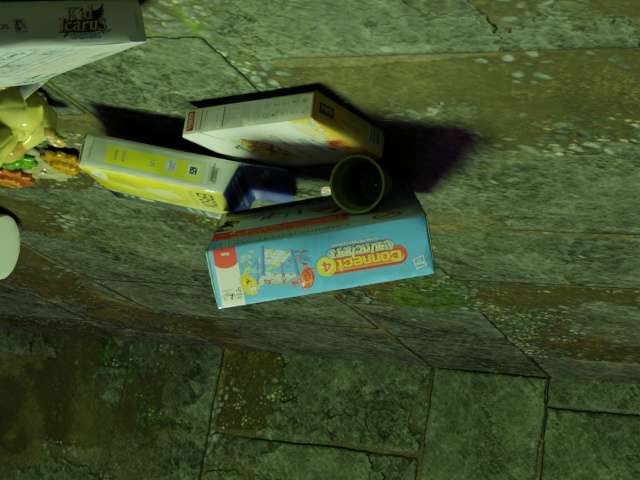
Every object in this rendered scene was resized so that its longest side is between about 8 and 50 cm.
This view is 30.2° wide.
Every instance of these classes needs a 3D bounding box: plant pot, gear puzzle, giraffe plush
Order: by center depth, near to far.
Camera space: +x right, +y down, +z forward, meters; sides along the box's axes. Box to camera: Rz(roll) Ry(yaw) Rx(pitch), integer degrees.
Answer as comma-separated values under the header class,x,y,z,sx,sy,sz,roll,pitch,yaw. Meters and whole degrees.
class,x,y,z,sx,sy,sz,roll,pitch,yaw
plant pot,0.067,-0.080,1.705,0.083,0.083,0.079,2,-178,24
giraffe plush,-0.462,-0.176,1.734,0.210,0.181,0.170,-25,175,-3
gear puzzle,-0.540,-0.124,2.105,0.339,0.044,0.175,0,162,30

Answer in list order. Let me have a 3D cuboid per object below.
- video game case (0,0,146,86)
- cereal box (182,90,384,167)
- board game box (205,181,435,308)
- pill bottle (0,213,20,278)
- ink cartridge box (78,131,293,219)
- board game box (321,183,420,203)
class,x,y,z,sx,sy,sz,roll,pitch,yaw
video game case,-0.388,-0.232,1.430,0.244,0.061,0.270,-15,-175,-44
cereal box,-0.053,-0.152,1.702,0.240,0.047,0.173,-4,163,38
board game box,0.000,0.000,1.757,0.308,0.086,0.302,-9,-169,2
pill bottle,-0.788,0.002,2.481,0.283,0.161,0.161,5,164,15
ink cartridge box,-0.203,-0.087,1.904,0.307,0.072,0.303,14,172,3
board game box,0.083,-0.055,1.997,0.169,0.033,0.133,0,161,33
